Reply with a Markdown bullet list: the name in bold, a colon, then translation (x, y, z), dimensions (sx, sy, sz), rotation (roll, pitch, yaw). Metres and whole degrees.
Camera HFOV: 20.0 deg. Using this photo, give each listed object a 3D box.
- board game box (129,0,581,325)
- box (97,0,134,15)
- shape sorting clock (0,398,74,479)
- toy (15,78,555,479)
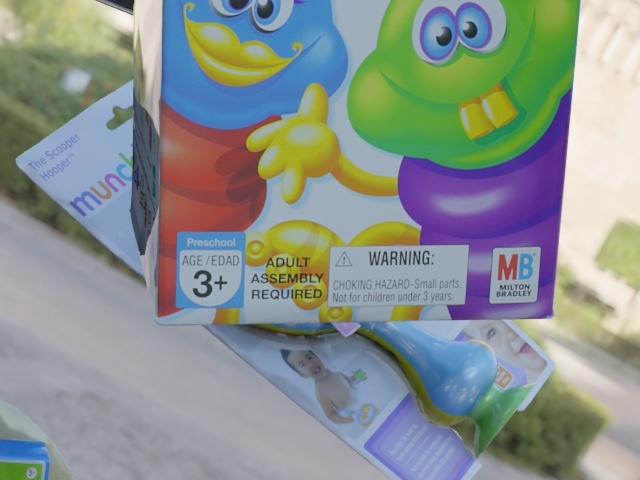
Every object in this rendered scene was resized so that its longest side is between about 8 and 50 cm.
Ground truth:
- **board game box**: translation (0.009, -0.123, 0.635), dimensions (0.142, 0.275, 0.144), rotation (-1, 18, -10)
- **box**: translation (-0.095, -0.302, 1.301), dimensions (0.296, 0.293, 0.073), rotation (22, 2, 15)
- **shape sorting clock**: translation (-0.238, 0.184, 1.064), dimensions (0.206, 0.206, 0.040), rotation (29, -10, -20)
- **toy**: translation (0.000, 0.000, 0.804), dimensions (0.237, 0.056, 0.137), rotation (42, 39, 4)
